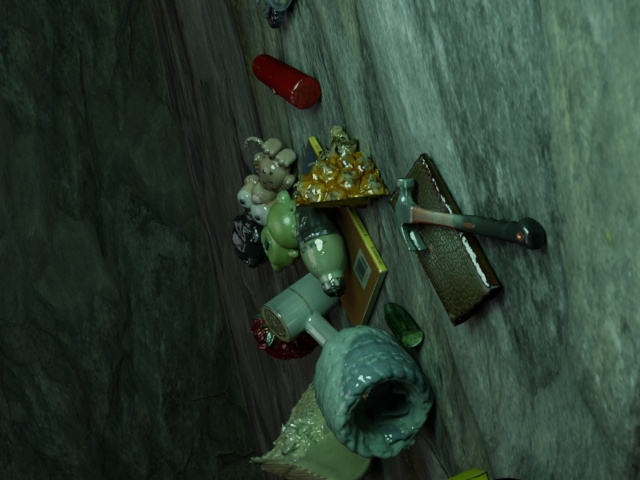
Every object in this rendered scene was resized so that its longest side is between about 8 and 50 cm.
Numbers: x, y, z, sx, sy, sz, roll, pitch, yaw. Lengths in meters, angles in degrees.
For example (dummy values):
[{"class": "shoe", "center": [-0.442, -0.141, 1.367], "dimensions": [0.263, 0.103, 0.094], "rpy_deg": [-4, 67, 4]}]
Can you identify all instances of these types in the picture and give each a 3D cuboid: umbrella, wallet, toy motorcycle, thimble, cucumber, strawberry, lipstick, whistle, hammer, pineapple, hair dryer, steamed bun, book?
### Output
[{"class": "umbrella", "center": [-0.184, -0.085, 2.032], "dimensions": [0.154, 0.128, 0.336], "rpy_deg": [25, 124, 38]}, {"class": "wallet", "center": [0.188, -0.002, 1.091], "dimensions": [0.243, 0.039, 0.133], "rpy_deg": [64, 152, 24]}, {"class": "toy motorcycle", "center": [-0.107, -0.554, 1.464], "dimensions": [0.122, 0.080, 0.215], "rpy_deg": [-172, 72, -71]}, {"class": "thimble", "center": [0.095, 0.288, 1.347], "dimensions": [0.172, 0.205, 0.250], "rpy_deg": [49, 167, 53]}, {"class": "cucumber", "center": [0.150, 0.154, 1.331], "dimensions": [0.105, 0.048, 0.048], "rpy_deg": [-124, 25, -51]}, {"class": "strawberry", "center": [-0.072, 0.242, 1.891], "dimensions": [0.184, 0.187, 0.201], "rpy_deg": [31, 167, 34]}, {"class": "lipstick", "center": [-0.081, -0.355, 1.565], "dimensions": [0.279, 0.073, 0.073], "rpy_deg": [-134, 33, -57]}, {"class": "whistle", "center": [-0.083, -0.007, 1.701], "dimensions": [0.131, 0.106, 0.288], "rpy_deg": [63, 158, 24]}, {"class": "hammer", "center": [0.196, -0.026, 0.993], "dimensions": [0.288, 0.033, 0.111], "rpy_deg": [14, 109, 60]}, {"class": "pineapple", "center": [0.013, -0.136, 1.352], "dimensions": [0.250, 0.140, 0.164], "rpy_deg": [-165, 68, -65]}, {"class": "hair dryer", "center": [0.040, 0.231, 1.625], "dimensions": [0.357, 0.173, 0.107], "rpy_deg": [44, 154, 24]}, {"class": "steamed bun", "center": [0.009, 0.483, 1.772], "dimensions": [0.272, 0.274, 0.290], "rpy_deg": [-65, 8, -22]}, {"class": "book", "center": [0.035, -0.010, 1.568], "dimensions": [0.262, 0.028, 0.373], "rpy_deg": [102, 148, -55]}]

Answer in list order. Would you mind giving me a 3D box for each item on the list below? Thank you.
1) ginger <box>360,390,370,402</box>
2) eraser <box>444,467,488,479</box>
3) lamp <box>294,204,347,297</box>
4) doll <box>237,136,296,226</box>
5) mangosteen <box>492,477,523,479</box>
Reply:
[{"class": "ginger", "center": [0.106, 0.368, 1.639], "dimensions": [0.193, 0.053, 0.176], "rpy_deg": [62, 160, 13]}, {"class": "eraser", "center": [0.251, 0.462, 1.202], "dimensions": [0.045, 0.097, 0.122], "rpy_deg": [153, 102, -72]}, {"class": "lamp", "center": [0.000, 0.000, 1.496], "dimensions": [0.101, 0.101, 0.250], "rpy_deg": [117, 139, -64]}, {"class": "doll", "center": [-0.135, -0.149, 1.815], "dimensions": [0.154, 0.119, 0.278], "rpy_deg": [33, 143, 16]}, {"class": "mangosteen", "center": [0.287, 0.420, 1.040], "dimensions": [0.151, 0.137, 0.137], "rpy_deg": [39, -160, -55]}]
